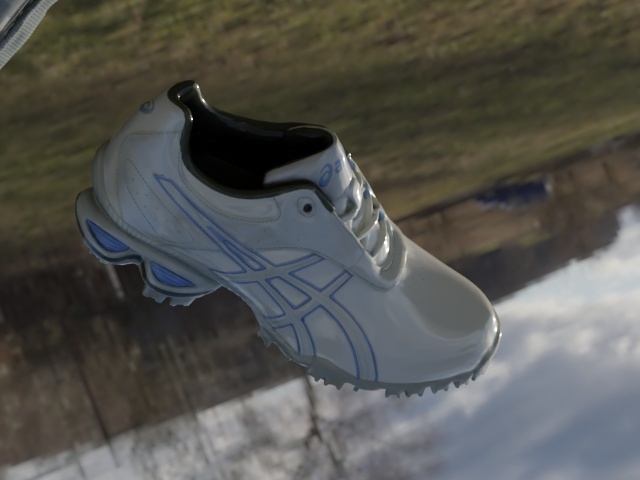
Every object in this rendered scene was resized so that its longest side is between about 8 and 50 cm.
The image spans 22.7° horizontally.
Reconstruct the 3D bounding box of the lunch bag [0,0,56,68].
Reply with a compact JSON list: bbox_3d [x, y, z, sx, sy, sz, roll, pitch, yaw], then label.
[{"bbox_3d":[-0.226,-0.176,0.734,0.305,0.256,0.212,-49,-179,7],"label":"lunch bag"}]

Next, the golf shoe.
[{"bbox_3d":[0.000,0.000,0.595,0.176,0.069,0.086,22,136,-15],"label":"golf shoe"}]
